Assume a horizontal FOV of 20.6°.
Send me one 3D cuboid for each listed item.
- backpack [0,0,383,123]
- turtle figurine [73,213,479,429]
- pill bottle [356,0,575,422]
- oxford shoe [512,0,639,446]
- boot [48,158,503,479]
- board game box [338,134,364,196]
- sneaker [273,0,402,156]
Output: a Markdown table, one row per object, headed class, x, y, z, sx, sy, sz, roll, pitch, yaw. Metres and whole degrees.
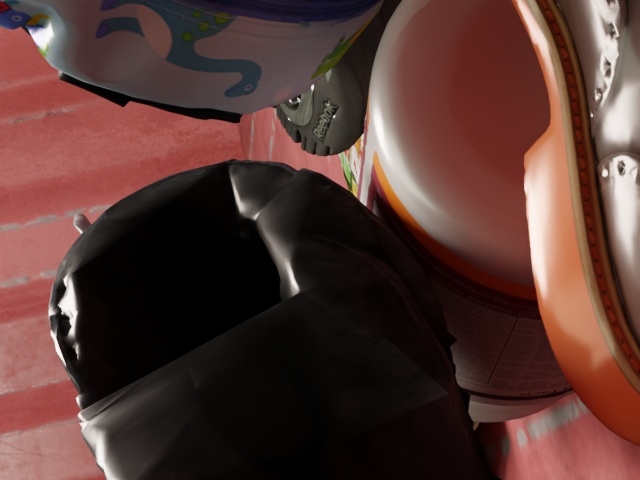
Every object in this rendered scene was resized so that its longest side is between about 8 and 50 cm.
| class | x | y | z | sx | sy | sz | roll | pitch | yaw |
| --- | --- | --- | --- | --- | --- | --- | --- | --- | --- |
| backpack | -0.060 | -0.205 | 0.655 | 0.273 | 0.290 | 0.355 | -42 | 25 | 45 |
| turtle figurine | 0.000 | 0.000 | 0.906 | 0.274 | 0.198 | 0.266 | 64 | 168 | -10 |
| pill bottle | 0.072 | -0.009 | 0.631 | 0.221 | 0.121 | 0.121 | 94 | 163 | -71 |
| oxford shoe | 0.102 | -0.086 | 0.474 | 0.098 | 0.097 | 0.271 | -32 | 64 | 54 |
| boot | 0.019 | 0.167 | 0.686 | 0.445 | 0.146 | 0.367 | 59 | 165 | -28 |
| board game box | 0.041 | -0.066 | 1.288 | 0.259 | 0.030 | 0.136 | 94 | 161 | -71 |
| sneaker | 0.006 | -0.158 | 0.877 | 0.109 | 0.130 | 0.286 | 94 | 156 | -51 |
